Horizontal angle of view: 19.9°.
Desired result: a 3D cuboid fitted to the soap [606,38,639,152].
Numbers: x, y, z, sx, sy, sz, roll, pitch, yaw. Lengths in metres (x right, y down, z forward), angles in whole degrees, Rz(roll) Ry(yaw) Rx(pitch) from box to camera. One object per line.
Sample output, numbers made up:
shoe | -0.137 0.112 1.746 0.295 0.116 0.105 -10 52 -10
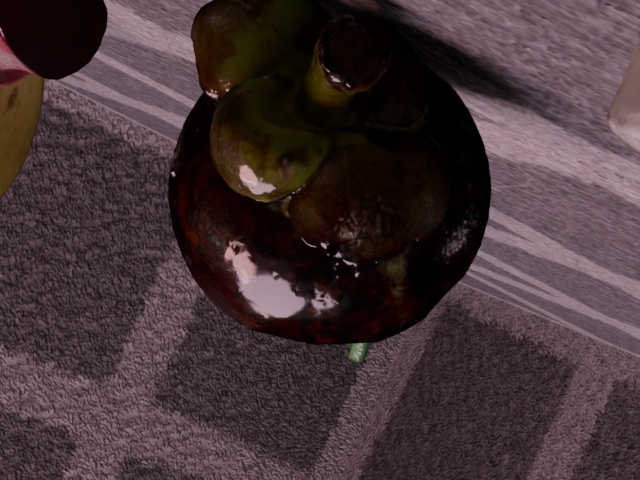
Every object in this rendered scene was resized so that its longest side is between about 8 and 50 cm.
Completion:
soap | 0.156 -0.022 0.414 0.121 0.063 0.183 26 178 -14

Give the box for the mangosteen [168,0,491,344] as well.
mangosteen | 0.003 -0.040 0.896 0.172 0.184 0.172 -11 -155 5

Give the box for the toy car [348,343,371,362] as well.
toy car | 0.000 0.000 1.594 0.213 0.176 0.358 24 178 4

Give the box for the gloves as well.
gloves | -0.232 -0.159 1.002 0.241 0.126 0.145 15 178 35

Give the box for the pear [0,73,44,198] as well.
pear | -0.376 -0.120 1.476 0.309 0.309 0.309 25 179 1
